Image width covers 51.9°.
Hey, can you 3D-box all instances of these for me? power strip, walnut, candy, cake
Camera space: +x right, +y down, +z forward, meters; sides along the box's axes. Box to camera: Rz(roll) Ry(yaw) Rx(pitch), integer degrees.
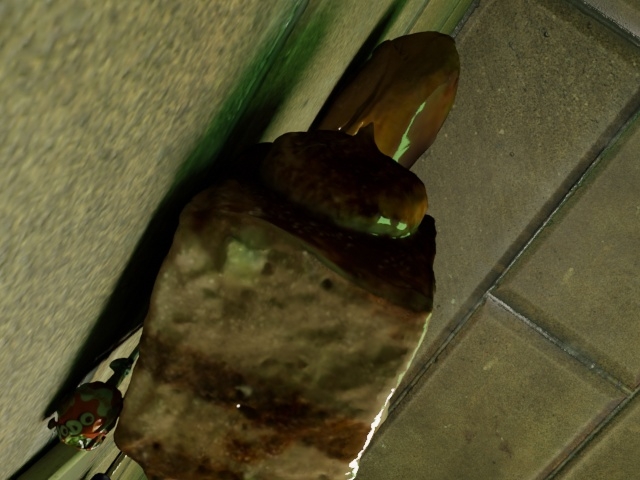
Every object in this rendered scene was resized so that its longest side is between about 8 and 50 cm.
[{"bbox_3d":[-0.245,0.215,0.563,0.076,0.028,0.169,-56,176,17],"label":"power strip"},{"bbox_3d":[0.076,-0.148,0.790,0.245,0.137,0.137,-55,178,7],"label":"walnut"},{"bbox_3d":[-0.168,0.108,0.564,0.056,0.049,0.184,-23,-161,18],"label":"candy"},{"bbox_3d":[-0.016,0.050,0.519,0.198,0.196,0.292,-66,-179,-66],"label":"cake"}]

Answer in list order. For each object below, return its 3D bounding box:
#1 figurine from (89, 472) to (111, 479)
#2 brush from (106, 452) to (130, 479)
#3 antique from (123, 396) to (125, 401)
[{"bbox_3d":[-0.347,0.481,0.772,0.193,0.154,0.420,91,24,-49],"label":"figurine"},{"bbox_3d":[-0.383,0.456,1.124,0.282,0.048,0.054,-56,-179,-8],"label":"brush"},{"bbox_3d":[-0.160,0.158,0.774,0.183,0.088,0.086,-57,176,39],"label":"antique"}]
